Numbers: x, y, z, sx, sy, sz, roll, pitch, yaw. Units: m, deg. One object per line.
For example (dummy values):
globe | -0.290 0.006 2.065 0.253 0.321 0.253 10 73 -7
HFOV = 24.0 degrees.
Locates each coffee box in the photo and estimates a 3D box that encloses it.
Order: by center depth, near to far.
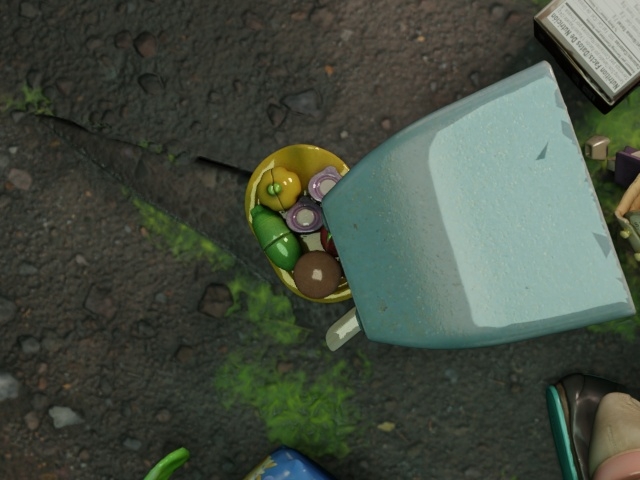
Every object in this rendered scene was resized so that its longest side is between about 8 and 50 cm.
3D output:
coffee box | 0.358 -0.268 1.493 0.297 0.168 0.119 -42 86 8

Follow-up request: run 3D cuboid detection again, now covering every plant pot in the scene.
plant pot | 0.143 -0.010 1.488 0.252 0.248 0.247 -20 90 7

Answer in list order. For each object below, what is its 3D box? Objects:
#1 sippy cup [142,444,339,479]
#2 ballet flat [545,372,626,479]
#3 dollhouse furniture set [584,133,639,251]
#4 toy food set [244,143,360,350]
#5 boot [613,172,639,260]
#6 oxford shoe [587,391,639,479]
sippy cup | -0.044 0.345 1.557 0.305 0.240 0.224 39 86 -20
ballet flat | 0.295 0.277 1.564 0.096 0.095 0.280 -4 92 -4
dollhouse furniture set | 0.335 -0.052 1.585 0.081 0.091 0.114 -18 118 -31
toy food set | 0.000 0.000 1.601 0.128 0.071 0.218 -32 88 8
boot | 0.353 0.057 1.435 0.095 0.262 0.203 -19 116 28
oxford shoe | 0.388 0.300 1.492 0.140 0.146 0.397 -24 124 19
